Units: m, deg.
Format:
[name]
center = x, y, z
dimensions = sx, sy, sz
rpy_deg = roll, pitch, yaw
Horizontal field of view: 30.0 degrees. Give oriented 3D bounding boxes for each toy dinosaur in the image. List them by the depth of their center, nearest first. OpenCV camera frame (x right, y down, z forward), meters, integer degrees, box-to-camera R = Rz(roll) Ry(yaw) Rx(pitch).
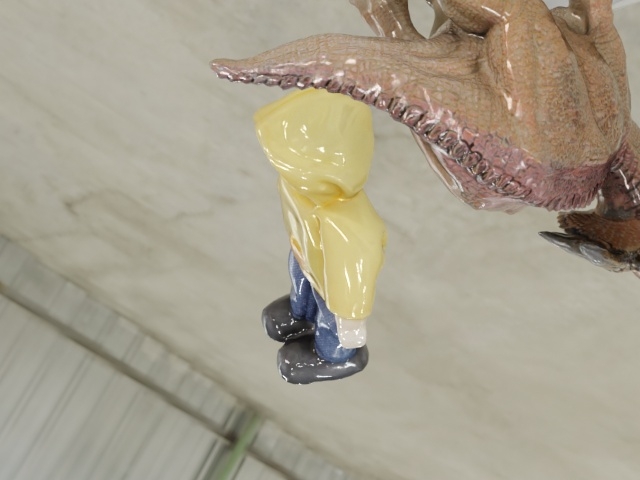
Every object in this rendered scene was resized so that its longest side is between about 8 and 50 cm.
[toy dinosaur]
center = 0.103, -0.053, 0.554
dimensions = 0.295, 0.200, 0.127
rpy_deg = -7, 168, -43

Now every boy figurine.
[boy figurine]
center = 0.000, 0.000, 0.928
dimensions = 0.092, 0.177, 0.285
rpy_deg = -14, 143, -10

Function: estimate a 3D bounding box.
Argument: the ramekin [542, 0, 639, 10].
[ramekin]
center = 0.152, -0.265, 0.711
dimensions = 0.277, 0.135, 0.277
rpy_deg = 48, 152, 36
